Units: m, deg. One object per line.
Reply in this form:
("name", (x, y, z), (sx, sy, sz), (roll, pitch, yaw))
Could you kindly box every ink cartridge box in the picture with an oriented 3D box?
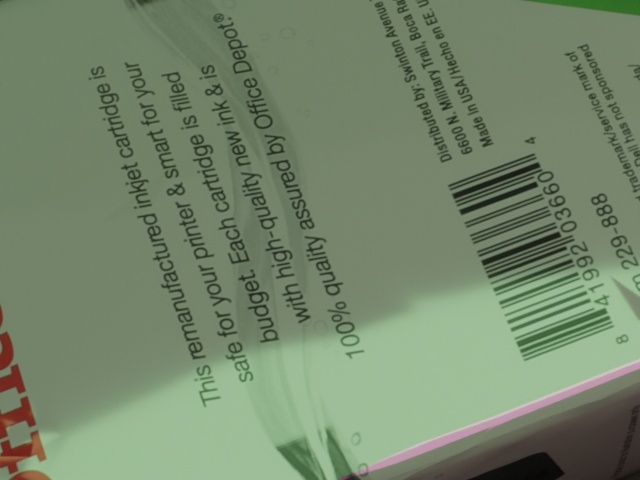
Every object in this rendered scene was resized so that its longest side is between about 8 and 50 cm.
("ink cartridge box", (0.000, 0.000, 0.592), (0.289, 0.121, 0.211), (-20, 67, -3))
